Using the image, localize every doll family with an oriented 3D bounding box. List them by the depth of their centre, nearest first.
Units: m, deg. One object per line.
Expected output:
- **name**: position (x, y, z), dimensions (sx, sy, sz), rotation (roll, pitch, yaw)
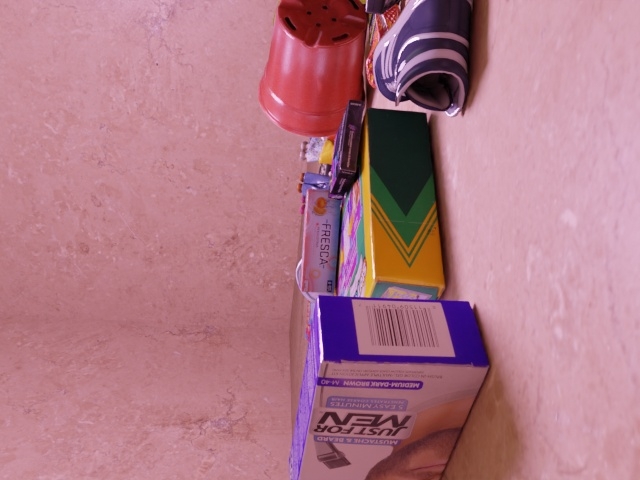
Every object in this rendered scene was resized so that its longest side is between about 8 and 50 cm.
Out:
- **doll family**: position (0.030, -0.162, 1.654), dimensions (0.118, 0.163, 0.263), rotation (4, -87, -71)

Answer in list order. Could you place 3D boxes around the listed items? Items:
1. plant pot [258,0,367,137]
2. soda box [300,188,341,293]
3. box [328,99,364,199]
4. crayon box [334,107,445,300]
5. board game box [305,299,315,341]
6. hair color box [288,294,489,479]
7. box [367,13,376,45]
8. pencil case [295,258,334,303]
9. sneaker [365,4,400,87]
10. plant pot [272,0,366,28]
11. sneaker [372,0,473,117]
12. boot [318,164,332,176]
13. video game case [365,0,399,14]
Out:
- **plant pot**: position (-0.008, -0.430, 1.570), dimensions (0.265, 0.272, 0.273), rotation (101, 171, -60)
- **soda box**: position (0.000, 0.000, 1.208), dimensions (0.058, 0.062, 0.183), rotation (-111, 26, -81)
- **box**: position (0.040, -0.142, 1.086), dimensions (0.162, 0.029, 0.116), rotation (121, 157, -76)
- **crayon box**: position (0.095, 0.027, 1.091), dimensions (0.363, 0.106, 0.313), rotation (102, 170, -56)
- **board game box**: position (0.022, 0.131, 1.829), dimensions (0.302, 0.086, 0.308), rotation (153, 121, -83)
- **hair color box**: position (0.067, 0.224, 0.836), dimensions (0.110, 0.185, 0.339), rotation (-94, 10, -48)
- **box**: position (0.135, -0.541, 1.410), dimensions (0.191, 0.045, 0.184), rotation (102, 168, -53)
- **pencil case**: position (0.026, 0.049, 1.437), dimensions (0.273, 0.124, 0.114), rotation (-56, -54, -78)
- **sneaker**: position (0.132, -0.389, 1.334), dimensions (0.067, 0.064, 0.175), rotation (-28, -51, -73)
- **plant pot**: position (0.007, -0.619, 1.797), dimensions (0.228, 0.227, 0.207), rotation (-106, 25, -48)
- **sneaker**: position (0.132, -0.223, 0.939), dimensions (0.282, 0.099, 0.153), rotation (124, 152, -72)
- **boot**: position (0.036, -0.220, 1.959), dimensions (0.179, 0.085, 0.236), rotation (-89, 13, -48)
- **video game case**: position (0.131, -0.535, 1.116), dimensions (0.248, 0.035, 0.275), rotation (-59, -23, -60)
